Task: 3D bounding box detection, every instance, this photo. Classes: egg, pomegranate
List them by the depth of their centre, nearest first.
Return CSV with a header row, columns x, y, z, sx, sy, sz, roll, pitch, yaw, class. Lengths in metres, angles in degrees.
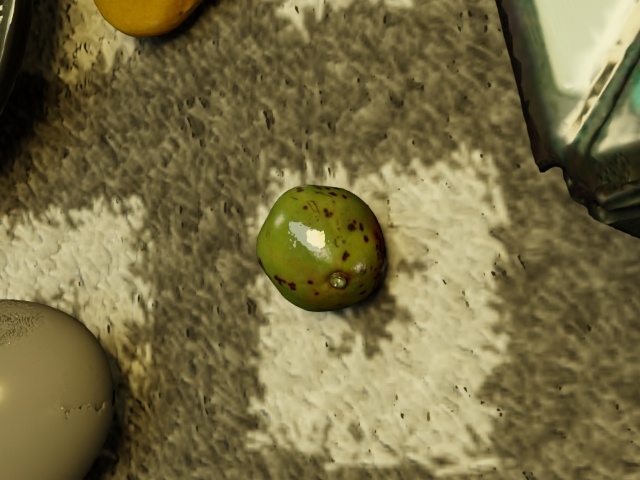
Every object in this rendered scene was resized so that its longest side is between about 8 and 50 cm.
x,y,z,sx,sy,sz,roll,pitch,yaw,class
0.004,0.002,0.624,0.073,0.084,0.073,5,108,15,pomegranate
-0.212,0.112,0.681,0.198,0.146,0.146,-25,69,18,egg

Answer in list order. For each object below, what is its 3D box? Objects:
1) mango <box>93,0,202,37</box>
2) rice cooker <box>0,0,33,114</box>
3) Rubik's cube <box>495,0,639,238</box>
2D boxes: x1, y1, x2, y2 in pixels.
x,y,z,sx,sy,sz,roll,pitch,yaw,class
-0.081,-0.209,0.696,0.178,0.090,0.115,-36,72,30,mango
-0.301,-0.162,0.739,0.241,0.227,0.280,-33,59,45,rice cooker
0.201,-0.143,0.417,0.246,0.250,0.248,-22,73,26,Rubik's cube
